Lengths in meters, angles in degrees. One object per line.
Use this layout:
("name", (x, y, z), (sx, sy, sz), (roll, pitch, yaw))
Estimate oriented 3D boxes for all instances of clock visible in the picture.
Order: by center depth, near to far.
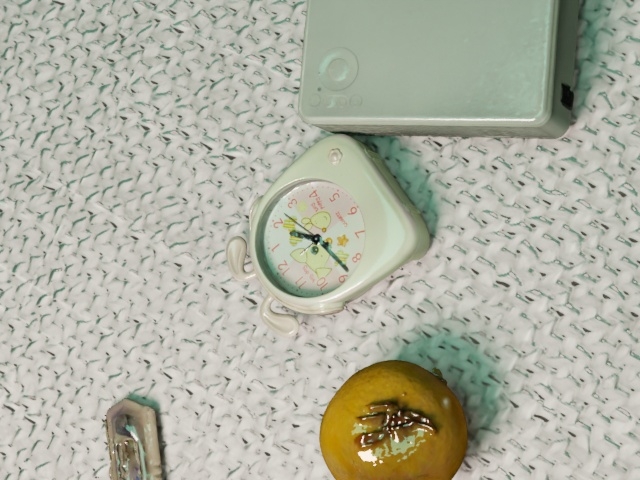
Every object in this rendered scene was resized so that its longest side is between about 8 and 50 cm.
("clock", (0.000, 0.000, 1.550), (0.191, 0.062, 0.151), (-39, 71, 15))

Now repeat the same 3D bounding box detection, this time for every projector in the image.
("projector", (0.117, -0.197, 1.503), (0.257, 0.099, 0.191), (2, 86, 25))

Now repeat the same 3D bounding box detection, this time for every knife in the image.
("knife", (-0.188, 0.343, 1.602), (0.089, 0.043, 0.365), (-10, 79, 21))

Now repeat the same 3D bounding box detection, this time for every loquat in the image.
("loquat", (0.071, 0.181, 1.460), (0.141, 0.141, 0.141), (-3, 82, 23))
